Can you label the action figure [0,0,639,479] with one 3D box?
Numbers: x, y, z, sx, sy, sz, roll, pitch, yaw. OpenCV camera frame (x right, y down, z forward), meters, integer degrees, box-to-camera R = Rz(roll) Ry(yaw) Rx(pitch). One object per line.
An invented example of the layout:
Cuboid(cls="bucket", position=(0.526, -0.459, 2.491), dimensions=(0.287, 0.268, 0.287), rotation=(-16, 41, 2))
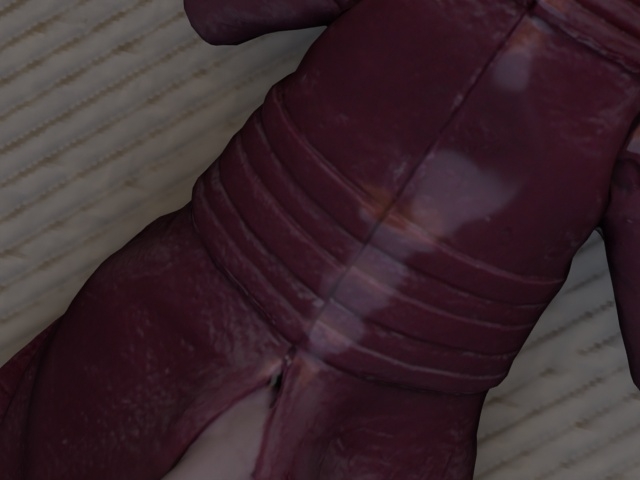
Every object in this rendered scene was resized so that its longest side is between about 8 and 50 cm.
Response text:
Cuboid(cls="action figure", position=(0.000, 0.000, 0.453), dimensions=(0.248, 0.276, 0.370), rotation=(34, 110, 9))
